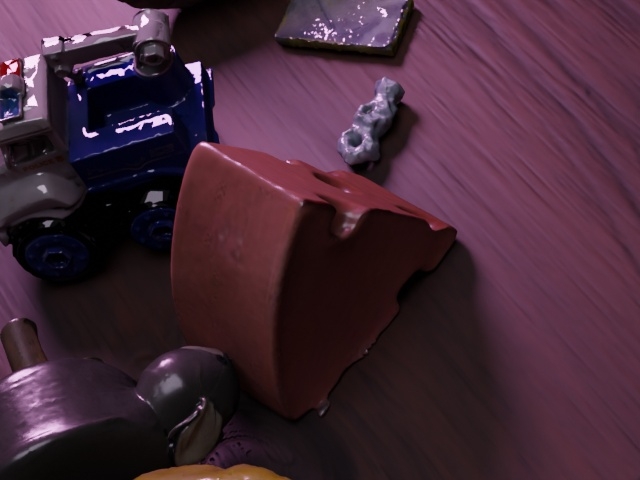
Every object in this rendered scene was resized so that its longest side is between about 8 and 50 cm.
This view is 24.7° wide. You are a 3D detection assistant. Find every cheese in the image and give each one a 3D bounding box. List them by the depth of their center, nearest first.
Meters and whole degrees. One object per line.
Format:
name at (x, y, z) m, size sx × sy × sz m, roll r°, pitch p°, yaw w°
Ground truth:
cheese at (-0.018, 0.001, 1.067) m, size 0.128 × 0.177 × 0.203 m, roll 33°, pitch 74°, yaw 34°

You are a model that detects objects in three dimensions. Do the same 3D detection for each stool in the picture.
stool at (-0.175, 0.145, 1.058) m, size 0.228 × 0.153 × 0.139 m, roll -14°, pitch 44°, yaw -25°

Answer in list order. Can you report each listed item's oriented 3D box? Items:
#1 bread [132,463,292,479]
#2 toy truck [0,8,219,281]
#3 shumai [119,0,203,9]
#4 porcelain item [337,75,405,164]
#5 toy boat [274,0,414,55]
bread at (-0.079, 0.268, 0.930) m, size 0.270 × 0.148 × 0.270 m, roll -12°, pitch 50°, yaw 15°
toy truck at (-0.190, -0.085, 1.191) m, size 0.213 × 0.177 × 0.161 m, roll -16°, pitch 54°, yaw 9°
shumai at (-0.123, -0.315, 1.359) m, size 0.218 × 0.184 × 0.185 m, roll -37°, pitch 17°, yaw 8°
porcelain item at (0.041, -0.095, 1.205) m, size 0.036 × 0.028 × 0.083 m, roll 16°, pitch 65°, yaw 26°
toy boat at (0.021, -0.193, 1.287) m, size 0.115 × 0.016 × 0.063 m, roll 9°, pitch 61°, yaw 26°
